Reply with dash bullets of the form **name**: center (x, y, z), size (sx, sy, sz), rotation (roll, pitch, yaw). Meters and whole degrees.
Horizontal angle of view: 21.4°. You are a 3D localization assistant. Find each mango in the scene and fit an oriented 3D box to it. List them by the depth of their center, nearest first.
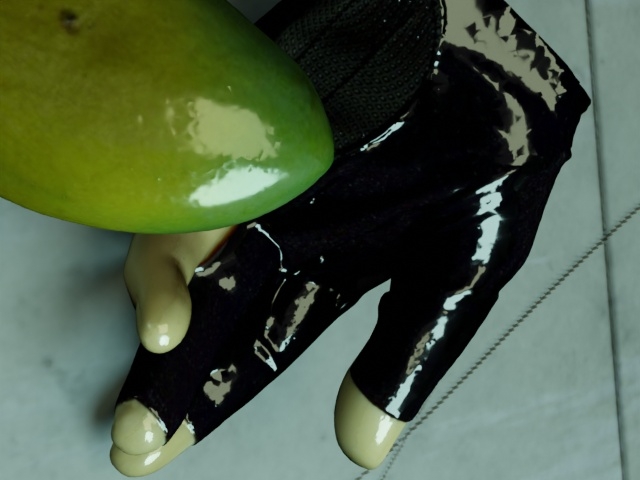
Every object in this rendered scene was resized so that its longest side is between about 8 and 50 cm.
- **mango**: center (-0.113, -0.080, 0.711), size (0.237, 0.091, 0.137), rotation (43, 79, 6)

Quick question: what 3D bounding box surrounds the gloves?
- **gloves**: center (0.002, -0.004, 0.829), size (0.197, 0.152, 0.301), rotation (43, 76, -5)
